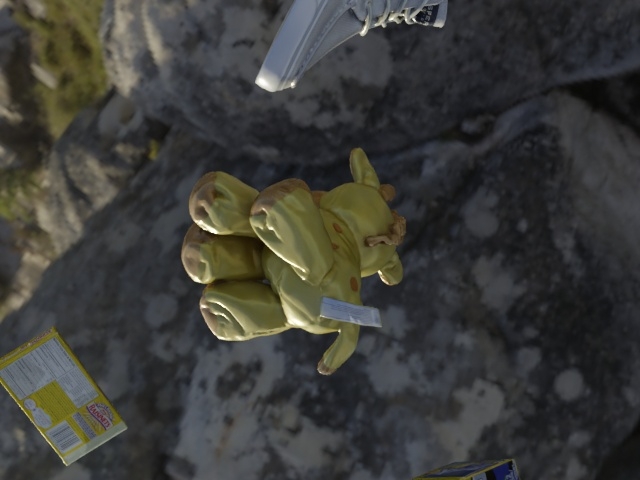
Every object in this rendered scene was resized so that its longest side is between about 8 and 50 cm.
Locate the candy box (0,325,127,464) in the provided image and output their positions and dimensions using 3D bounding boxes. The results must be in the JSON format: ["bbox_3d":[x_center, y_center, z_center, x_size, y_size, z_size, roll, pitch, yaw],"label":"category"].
[{"bbox_3d":[-0.371,0.224,1.865,0.206,0.105,0.027,62,173,-33],"label":"candy box"}]

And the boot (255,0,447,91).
[{"bbox_3d":[0.055,-0.218,1.146,0.123,0.258,0.095,32,173,-5],"label":"boot"}]

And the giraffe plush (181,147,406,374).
[{"bbox_3d":[0.000,0.000,1.198,0.210,0.170,0.181,24,128,19],"label":"giraffe plush"}]

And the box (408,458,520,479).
[{"bbox_3d":[0.109,0.229,0.839,0.059,0.054,0.169,-16,87,51],"label":"box"}]
